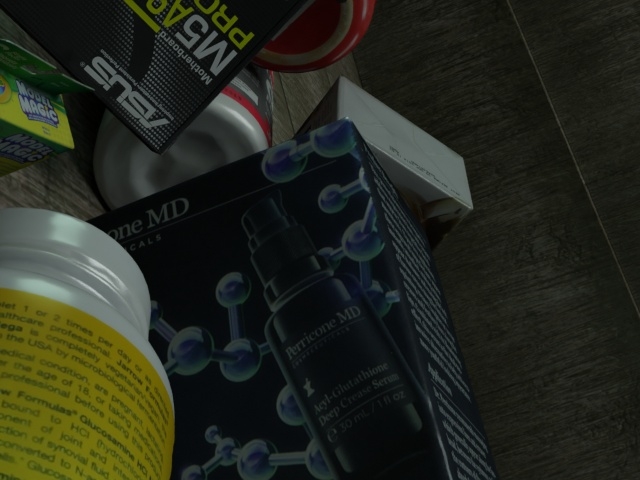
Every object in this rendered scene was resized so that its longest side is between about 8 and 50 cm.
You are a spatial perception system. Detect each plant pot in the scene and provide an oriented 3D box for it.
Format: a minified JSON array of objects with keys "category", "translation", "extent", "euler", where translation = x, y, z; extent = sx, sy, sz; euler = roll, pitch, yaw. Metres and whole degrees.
[{"category":"plant pot","translation":[-0.024,-0.277,1.038],"extent":[0.174,0.191,0.191],"euler":[-86,153,-49]}]

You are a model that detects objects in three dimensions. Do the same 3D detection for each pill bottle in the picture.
[{"category":"pill bottle","translation":[-0.169,0.135,0.489],"extent":[0.334,0.187,0.188],"euler":[-93,158,-53]},{"category":"pill bottle","translation":[-0.139,-0.154,1.102],"extent":[0.319,0.176,0.176],"euler":[-93,158,-54]}]

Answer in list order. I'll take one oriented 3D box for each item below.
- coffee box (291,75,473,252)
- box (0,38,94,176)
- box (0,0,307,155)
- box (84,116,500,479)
[{"category":"coffee box","translation":[0.000,0.000,1.073],"extent":[0.168,0.297,0.119],"euler":[32,28,-17]},{"category":"box","translation":[-0.226,-0.059,0.578],"extent":[0.105,0.179,0.043],"euler":[25,45,-71]},{"category":"box","translation":[-0.165,-0.243,0.871],"extent":[0.270,0.216,0.060],"euler":[45,-7,-15]},{"category":"box","translation":[-0.033,0.156,0.782],"extent":[0.212,0.293,0.396],"euler":[50,23,-57]}]
